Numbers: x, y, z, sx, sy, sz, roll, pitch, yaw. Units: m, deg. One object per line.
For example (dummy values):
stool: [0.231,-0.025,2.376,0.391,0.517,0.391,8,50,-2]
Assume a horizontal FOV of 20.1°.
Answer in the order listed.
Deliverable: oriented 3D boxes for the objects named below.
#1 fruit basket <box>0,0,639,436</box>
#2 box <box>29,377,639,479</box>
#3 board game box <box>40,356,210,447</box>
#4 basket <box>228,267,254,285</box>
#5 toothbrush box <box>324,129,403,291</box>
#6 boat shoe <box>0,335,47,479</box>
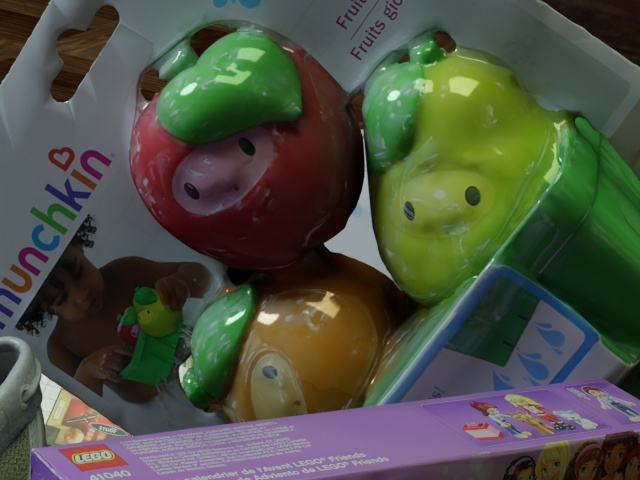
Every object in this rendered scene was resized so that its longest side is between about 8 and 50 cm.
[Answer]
fruit basket: [0.000,0.000,0.898,0.353,0.327,0.165,33,23,-9]
box: [0.010,0.170,0.747,0.293,0.201,0.057,-3,22,-36]
board game box: [-0.194,0.072,1.116,0.259,0.030,0.136,14,44,3]
basket: [-0.046,-0.018,1.422,0.204,0.154,0.227,11,13,-2]
toothbrush box: [0.124,0.045,1.188,0.295,0.216,0.126,0,19,-32]
boat shoe: [-0.259,0.137,0.837,0.320,0.103,0.118,-20,33,-41]
